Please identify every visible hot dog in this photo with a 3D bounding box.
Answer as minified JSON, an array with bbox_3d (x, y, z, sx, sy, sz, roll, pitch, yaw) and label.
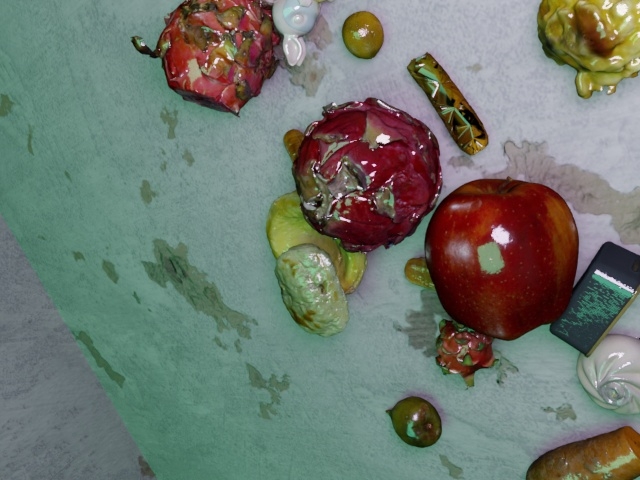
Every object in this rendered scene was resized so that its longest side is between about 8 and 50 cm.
[{"bbox_3d":[0.331,0.099,1.276,0.285,0.061,0.088,20,129,24],"label":"hot dog"},{"bbox_3d":[-0.030,-0.185,1.322,0.047,0.066,0.216,98,154,-58],"label":"hot dog"}]

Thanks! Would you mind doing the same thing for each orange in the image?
[{"bbox_3d":[0.086,-0.415,1.136,0.085,0.085,0.095,-3,121,37],"label":"orange"}]

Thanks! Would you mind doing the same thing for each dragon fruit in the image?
[{"bbox_3d":[0.332,0.270,1.328,0.135,0.137,0.236,13,130,-6],"label":"dragon fruit"},{"bbox_3d":[0.095,-0.136,1.145,0.329,0.329,0.329,18,125,27],"label":"dragon fruit"},{"bbox_3d":[-0.224,-0.443,1.233,0.268,0.250,0.291,18,93,10],"label":"dragon fruit"}]

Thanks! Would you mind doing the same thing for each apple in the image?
[{"bbox_3d":[0.342,0.025,1.074,0.288,0.288,0.317,2,118,35],"label":"apple"}]

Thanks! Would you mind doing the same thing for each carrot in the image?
[{"bbox_3d":[0.605,0.526,1.291,0.138,0.138,0.302,43,126,7],"label":"carrot"},{"bbox_3d":[0.253,-0.273,1.111,0.069,0.069,0.229,-33,93,43],"label":"carrot"}]

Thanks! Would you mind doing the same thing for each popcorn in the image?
[{"bbox_3d":[0.443,-0.340,0.870,0.169,0.218,0.189,-42,109,0],"label":"popcorn"}]

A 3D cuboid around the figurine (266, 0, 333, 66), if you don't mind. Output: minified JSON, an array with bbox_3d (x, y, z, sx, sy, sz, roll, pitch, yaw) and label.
[{"bbox_3d":[-0.043,-0.495,1.151,0.155,0.127,0.236,-21,101,5],"label":"figurine"}]

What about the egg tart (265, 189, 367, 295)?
[{"bbox_3d":[0.000,0.000,1.420,0.314,0.120,0.315,19,126,28],"label":"egg tart"}]

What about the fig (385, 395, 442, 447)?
[{"bbox_3d":[0.241,0.509,1.545,0.184,0.127,0.133,-29,110,39],"label":"fig"}]

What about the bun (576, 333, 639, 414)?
[{"bbox_3d":[0.612,0.284,1.144,0.172,0.120,0.173,19,126,29],"label":"bun"}]

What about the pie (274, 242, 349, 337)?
[{"bbox_3d":[-0.032,0.131,1.382,0.201,0.090,0.248,-8,108,44],"label":"pie"}]

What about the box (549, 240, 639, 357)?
[{"bbox_3d":[0.536,0.110,1.081,0.090,0.144,0.201,32,132,21],"label":"box"}]
